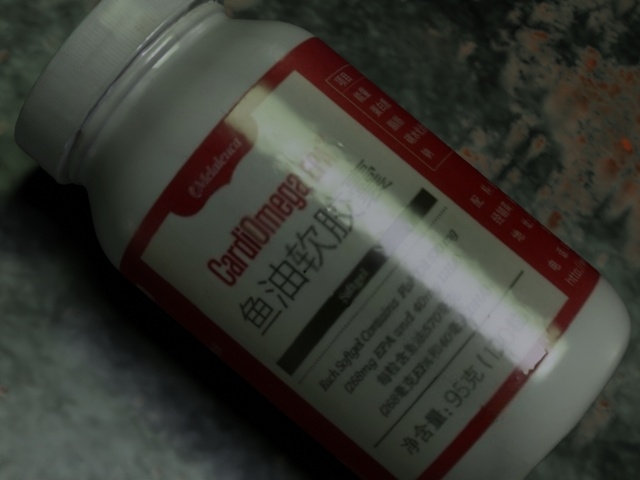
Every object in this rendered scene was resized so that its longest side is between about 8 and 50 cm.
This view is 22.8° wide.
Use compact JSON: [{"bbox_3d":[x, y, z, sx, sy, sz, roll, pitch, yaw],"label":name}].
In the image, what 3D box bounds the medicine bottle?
[{"bbox_3d":[0.000,0.000,0.665,0.250,0.131,0.131,40,47,3],"label":"medicine bottle"}]
